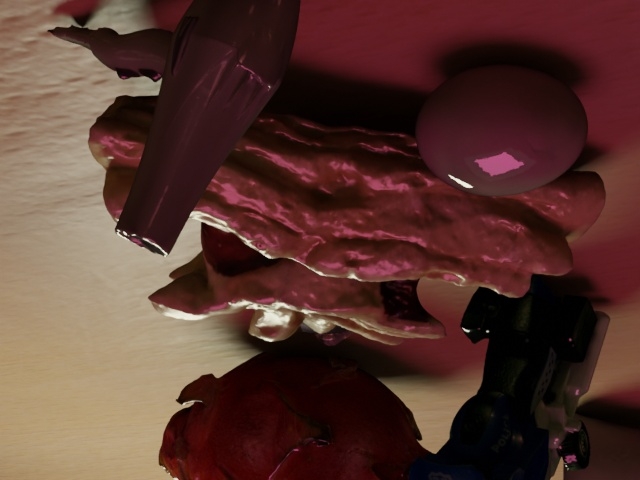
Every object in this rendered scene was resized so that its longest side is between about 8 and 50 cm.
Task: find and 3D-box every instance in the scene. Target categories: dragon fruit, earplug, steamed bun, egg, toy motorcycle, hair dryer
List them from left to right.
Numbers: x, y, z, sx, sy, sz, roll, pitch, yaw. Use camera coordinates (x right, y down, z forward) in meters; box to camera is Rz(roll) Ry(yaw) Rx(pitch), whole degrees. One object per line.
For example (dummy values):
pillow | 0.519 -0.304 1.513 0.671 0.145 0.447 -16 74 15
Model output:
hair dryer | -0.136 -0.089 1.373 0.267 0.229 0.092 -12 147 43
dragon fruit | -0.021 0.237 2.067 0.315 0.250 0.250 18 163 35
steamed bun | 0.000 0.000 1.560 0.428 0.189 0.247 9 179 -11
egg | 0.139 -0.085 1.409 0.135 0.103 0.103 -2 153 22
toy motorcycle | 0.172 0.191 1.738 0.125 0.331 0.196 6 152 30
earplug | 0.428 0.283 2.056 0.301 0.172 0.172 0 155 11

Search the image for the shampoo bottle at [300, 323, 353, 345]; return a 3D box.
shampoo bottle | -0.002 0.056 1.854 0.064 0.057 0.207 -1 156 11
